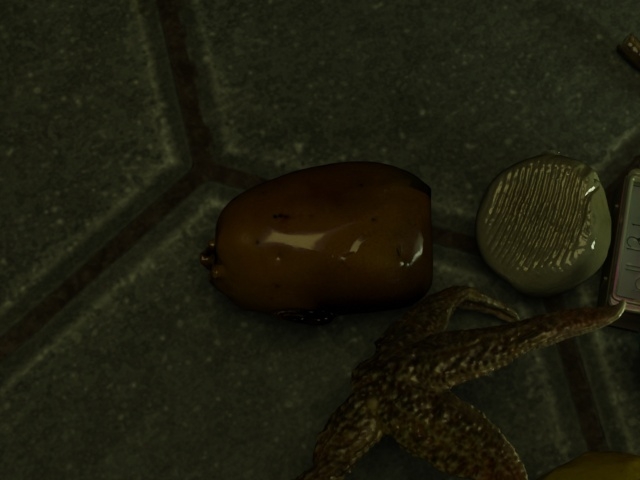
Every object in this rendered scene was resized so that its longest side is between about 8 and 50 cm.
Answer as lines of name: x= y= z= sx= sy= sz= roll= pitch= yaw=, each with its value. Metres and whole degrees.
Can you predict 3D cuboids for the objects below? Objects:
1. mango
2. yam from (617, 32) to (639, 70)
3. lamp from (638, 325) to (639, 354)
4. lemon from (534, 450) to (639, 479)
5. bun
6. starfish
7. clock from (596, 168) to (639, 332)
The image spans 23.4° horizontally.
mango: x=0.000 y=0.000 z=1.861 sx=0.287 sy=0.153 sz=0.201 roll=-12 pitch=41 yaw=-17
yam: x=0.447 y=-0.213 z=2.025 sx=0.032 sy=0.032 sz=0.145 roll=-37 pitch=77 yaw=-15
lamp: x=0.502 y=0.152 z=1.778 sx=0.284 sy=0.147 sz=0.209 roll=33 pitch=71 yaw=4
lemon: x=0.307 y=0.352 z=1.705 sx=0.288 sy=0.233 sz=0.233 roll=-28 pitch=73 yaw=-21
bun: x=0.281 y=-0.017 z=1.900 sx=0.173 sy=0.113 sz=0.166 roll=-42 pitch=71 yaw=8
starfish: x=0.134 y=0.189 z=1.759 sx=0.383 sy=0.132 sz=0.398 roll=8 pitch=48 yaw=38
clock: x=0.428 y=0.019 z=1.916 sx=0.147 sy=0.071 sz=0.192 roll=12 pitch=70 yaw=2
